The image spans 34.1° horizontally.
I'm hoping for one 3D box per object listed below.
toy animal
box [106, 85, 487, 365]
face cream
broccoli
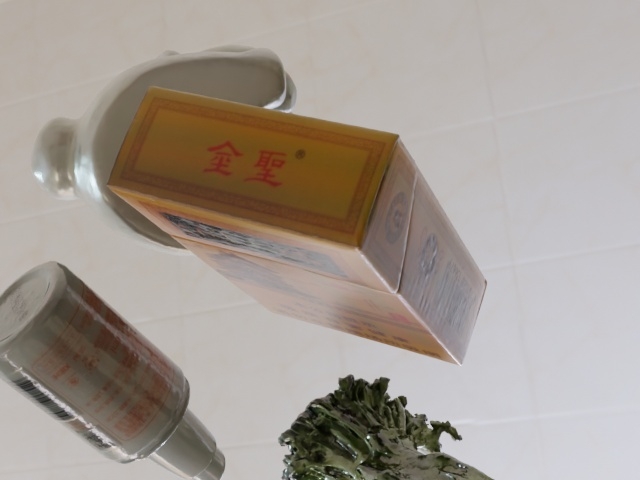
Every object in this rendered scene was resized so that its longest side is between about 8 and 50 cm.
[{"bbox_3d":[-0.140,-0.099,1.055,0.367,0.241,0.196,-88,-1,-79],"label":"toy animal"},{"bbox_3d":[0.000,0.000,0.717,0.274,0.174,0.076,46,-120,-62],"label":"box"},{"bbox_3d":[-0.166,0.131,0.878,0.252,0.101,0.101,47,-144,-31],"label":"face cream"},{"bbox_3d":[0.078,0.224,1.001,0.145,0.304,0.165,41,-105,-22],"label":"broccoli"}]
